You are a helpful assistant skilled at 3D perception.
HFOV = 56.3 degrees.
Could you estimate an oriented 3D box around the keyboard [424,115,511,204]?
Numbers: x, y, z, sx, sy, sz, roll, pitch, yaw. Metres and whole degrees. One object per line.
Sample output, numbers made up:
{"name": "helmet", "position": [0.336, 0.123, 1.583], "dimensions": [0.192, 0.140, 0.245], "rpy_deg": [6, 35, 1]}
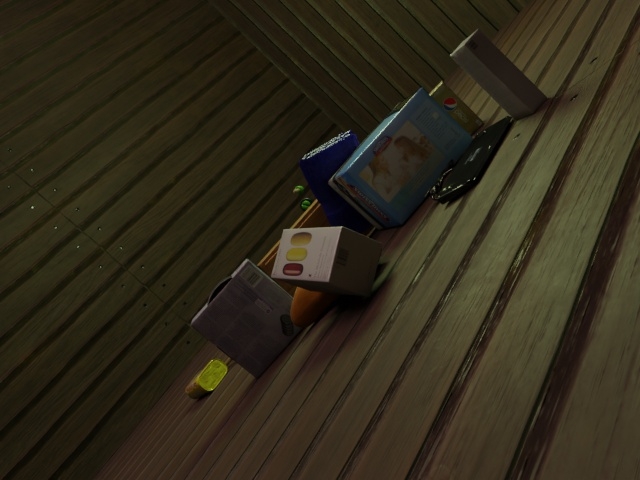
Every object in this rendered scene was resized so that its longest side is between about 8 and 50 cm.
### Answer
{"name": "keyboard", "position": [0.376, -0.195, 1.540], "dimensions": [0.201, 0.033, 0.317], "rpy_deg": [-28, 18, 51]}

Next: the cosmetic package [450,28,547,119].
{"name": "cosmetic package", "position": [0.438, -0.406, 1.477], "dimensions": [0.060, 0.239, 0.099], "rpy_deg": [-49, 7, -7]}

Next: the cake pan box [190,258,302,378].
{"name": "cake pan box", "position": [-0.199, 0.221, 1.711], "dimensions": [0.245, 0.267, 0.070], "rpy_deg": [-50, 9, -4]}

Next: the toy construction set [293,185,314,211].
{"name": "toy construction set", "position": [0.100, -0.160, 2.404], "dimensions": [0.309, 0.257, 0.237], "rpy_deg": [-23, 2, 19]}

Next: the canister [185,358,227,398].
{"name": "canister", "position": [-0.428, 0.520, 2.228], "dimensions": [0.126, 0.073, 0.170], "rpy_deg": [-52, 7, -38]}

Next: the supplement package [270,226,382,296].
{"name": "supplement package", "position": [0.010, 0.052, 1.467], "dimensions": [0.244, 0.134, 0.139], "rpy_deg": [-2, 70, 53]}

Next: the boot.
{"name": "boot", "position": [0.037, 0.116, 1.577], "dimensions": [0.295, 0.104, 0.211], "rpy_deg": [-57, 19, -7]}

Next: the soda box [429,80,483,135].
{"name": "soda box", "position": [0.419, -0.409, 1.851], "dimensions": [0.058, 0.181, 0.061], "rpy_deg": [-44, 8, 22]}

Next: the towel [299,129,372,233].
{"name": "towel", "position": [0.089, -0.174, 1.909], "dimensions": [0.228, 0.308, 0.076], "rpy_deg": [-35, 15, -23]}

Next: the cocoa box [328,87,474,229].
{"name": "cocoa box", "position": [0.234, -0.235, 1.784], "dimensions": [0.347, 0.231, 0.228], "rpy_deg": [-49, 8, -10]}

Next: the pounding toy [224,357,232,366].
{"name": "pounding toy", "position": [-0.319, 0.362, 2.302], "dimensions": [0.183, 0.110, 0.237], "rpy_deg": [-40, 9, 47]}

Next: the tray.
{"name": "tray", "position": [0.000, 0.000, 2.007], "dimensions": [0.411, 0.203, 0.076], "rpy_deg": [-49, 8, -11]}
